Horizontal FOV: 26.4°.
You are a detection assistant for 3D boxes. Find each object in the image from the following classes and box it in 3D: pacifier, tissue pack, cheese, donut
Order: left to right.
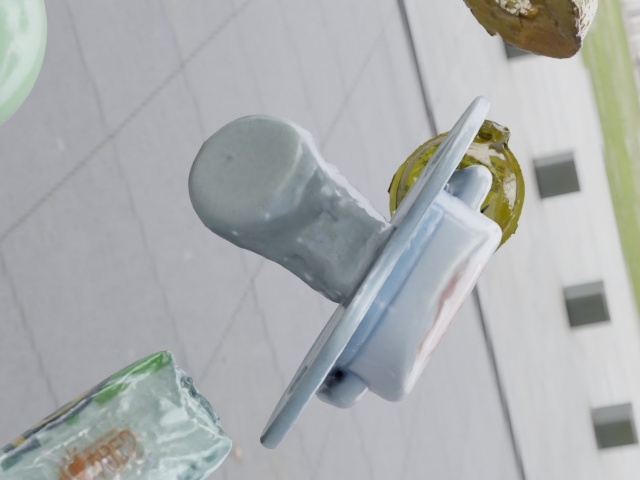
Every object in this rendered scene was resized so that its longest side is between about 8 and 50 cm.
[{"bbox_3d":[-0.241,0.229,1.197,0.228,0.311,0.128,-34,88,-35],"label":"tissue pack"},{"bbox_3d":[0.000,0.000,0.934,0.279,0.207,0.227,-58,-177,-12],"label":"pacifier"},{"bbox_3d":[0.122,-0.009,1.399,0.064,0.157,0.250,28,87,-56],"label":"cheese"},{"bbox_3d":[0.236,-0.287,1.552,0.065,0.178,0.162,-49,152,-18],"label":"donut"}]

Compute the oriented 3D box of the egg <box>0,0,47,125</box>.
[{"bbox_3d":[-0.341,-0.182,1.146,0.270,0.220,0.220,31,-39,66],"label":"egg"}]
